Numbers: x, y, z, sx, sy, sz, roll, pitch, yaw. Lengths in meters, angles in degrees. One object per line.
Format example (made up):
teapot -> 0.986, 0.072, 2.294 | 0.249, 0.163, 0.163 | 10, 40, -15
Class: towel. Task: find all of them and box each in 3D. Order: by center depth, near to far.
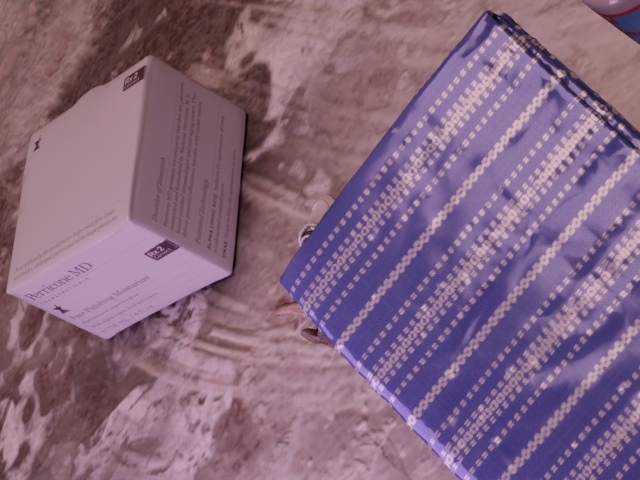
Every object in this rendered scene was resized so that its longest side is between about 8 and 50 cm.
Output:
towel -> 0.149, 0.046, 1.212 | 0.336, 0.040, 0.243 | 46, 108, 25

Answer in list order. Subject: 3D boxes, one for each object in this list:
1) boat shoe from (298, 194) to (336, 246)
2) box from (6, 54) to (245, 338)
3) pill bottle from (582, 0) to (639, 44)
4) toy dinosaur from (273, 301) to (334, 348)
boat shoe -> 0.000, 0.000, 1.563 | 0.035, 0.035, 0.100 | -34, 43, 34
box -> -0.171, -0.036, 1.737 | 0.181, 0.119, 0.182 | -28, 46, 40
pill bottle -> 0.223, -0.174, 1.288 | 0.087, 0.160, 0.087 | -32, 43, 36
toy dinosaur -> 0.090, 0.000, 1.383 | 0.295, 0.127, 0.200 | -26, 38, 57
